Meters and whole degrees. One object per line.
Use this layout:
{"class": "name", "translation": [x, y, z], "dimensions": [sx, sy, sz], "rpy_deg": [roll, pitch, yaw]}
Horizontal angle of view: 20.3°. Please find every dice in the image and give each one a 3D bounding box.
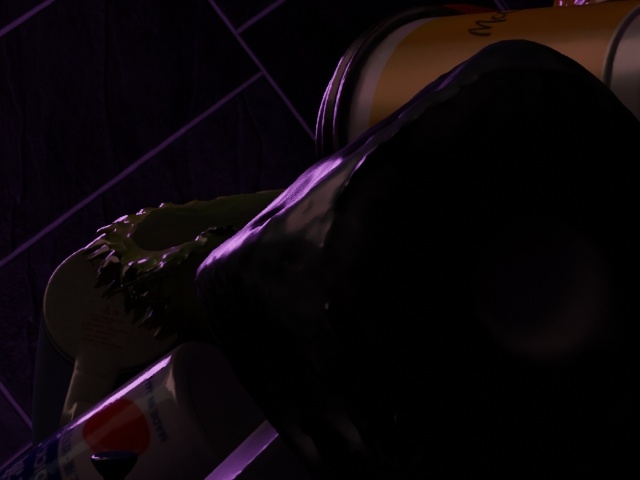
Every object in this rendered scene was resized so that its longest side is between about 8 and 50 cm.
{"class": "dice", "translation": [0.063, 0.030, 0.813], "dimensions": [0.182, 0.181, 0.183], "rpy_deg": [-36, 3, -18]}

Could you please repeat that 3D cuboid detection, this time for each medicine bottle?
{"class": "medicine bottle", "translation": [-0.183, 0.211, 1.265], "dimensions": [0.341, 0.130, 0.130], "rpy_deg": [-36, 4, 22]}

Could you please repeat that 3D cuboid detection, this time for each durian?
{"class": "durian", "translation": [-0.007, 0.005, 1.319], "dimensions": [0.356, 0.157, 0.169], "rpy_deg": [-8, -25, -23]}

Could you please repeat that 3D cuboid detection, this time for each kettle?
{"class": "kettle", "translation": [-0.172, 0.130, 1.440], "dimensions": [0.243, 0.160, 0.210], "rpy_deg": [96, -168, -60]}

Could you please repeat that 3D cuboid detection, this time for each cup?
{"class": "cup", "translation": [0.138, -0.067, 1.126], "dimensions": [0.196, 0.196, 0.280], "rpy_deg": [-40, 20, -35]}

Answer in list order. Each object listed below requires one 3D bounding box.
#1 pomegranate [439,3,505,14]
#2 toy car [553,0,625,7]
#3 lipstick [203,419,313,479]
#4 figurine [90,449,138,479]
{"class": "pomegranate", "translation": [0.141, -0.115, 1.733], "dimensions": [0.221, 0.221, 0.257], "rpy_deg": [-37, -7, 9]}
{"class": "toy car", "translation": [0.343, -0.271, 1.830], "dimensions": [0.248, 0.142, 0.200], "rpy_deg": [-39, 22, -7]}
{"class": "lipstick", "translation": [-0.011, 0.136, 1.066], "dimensions": [0.068, 0.066, 0.317], "rpy_deg": [-34, 5, 43]}
{"class": "figurine", "translation": [-0.155, 0.216, 1.090], "dimensions": [0.195, 0.111, 0.102], "rpy_deg": [-37, 4, 37]}
